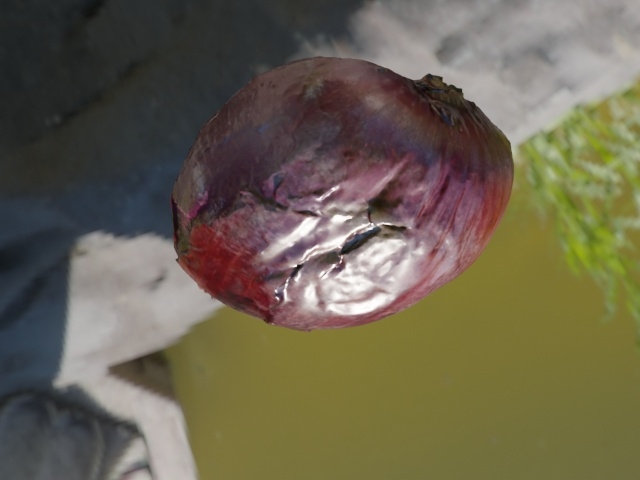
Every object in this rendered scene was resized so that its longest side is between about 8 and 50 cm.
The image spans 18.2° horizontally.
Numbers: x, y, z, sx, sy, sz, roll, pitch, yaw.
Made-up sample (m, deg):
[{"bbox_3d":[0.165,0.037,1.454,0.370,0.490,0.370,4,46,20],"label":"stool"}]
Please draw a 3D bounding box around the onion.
[{"bbox_3d":[0.000,0.000,1.397,0.227,0.120,0.283,21,139,-28],"label":"onion"}]
